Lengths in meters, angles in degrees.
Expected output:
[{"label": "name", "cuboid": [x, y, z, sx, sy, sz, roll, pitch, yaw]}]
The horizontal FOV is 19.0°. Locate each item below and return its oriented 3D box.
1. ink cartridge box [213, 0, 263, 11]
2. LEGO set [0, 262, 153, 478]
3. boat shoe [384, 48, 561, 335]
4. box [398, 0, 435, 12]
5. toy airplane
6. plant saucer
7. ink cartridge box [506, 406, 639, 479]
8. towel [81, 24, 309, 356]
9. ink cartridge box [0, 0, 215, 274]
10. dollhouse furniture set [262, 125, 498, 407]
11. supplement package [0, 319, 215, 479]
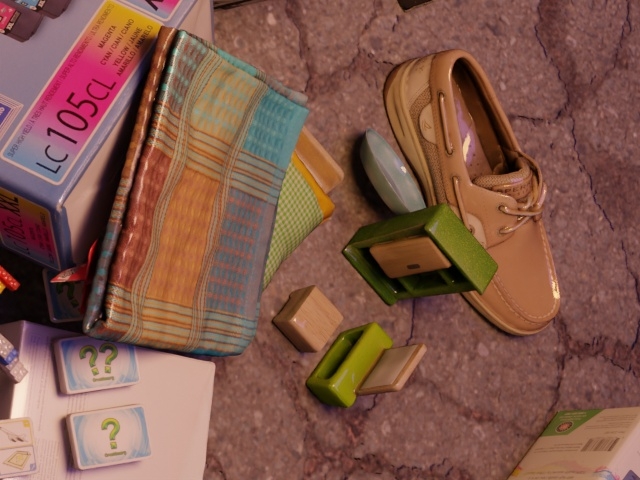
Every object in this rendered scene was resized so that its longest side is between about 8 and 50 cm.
[{"label": "ink cartridge box", "cuboid": [-0.098, -0.326, 1.839, 0.114, 0.273, 0.197, -8, 88, -75]}, {"label": "LEGO set", "cuboid": [-0.253, 0.108, 1.613, 0.244, 0.060, 0.182, -4, 80, -36]}, {"label": "boat shoe", "cuboid": [0.185, -0.048, 2.106, 0.121, 0.110, 0.341, -37, 105, -34]}, {"label": "box", "cuboid": [0.122, -0.424, 2.148, 0.216, 0.060, 0.270, -35, 104, -34]}, {"label": "toy airplane", "cuboid": [-0.178, 0.009, 1.611, 0.028, 0.151, 0.151, 21, 63, 15]}, {"label": "plant saucer", "cuboid": [0.074, -0.065, 2.050, 0.119, 0.021, 0.119, 53, 15, -21]}, {"label": "ink cartridge box", "cuboid": [0.281, 0.286, 2.099, 0.212, 0.154, 0.093, -46, 111, -33]}, {"label": "towel", "cuboid": [-0.101, -0.031, 1.711, 0.370, 0.040, 0.271, 19, 85, -74]}, {"label": "ink cartridge box", "cuboid": [-0.326, -0.176, 1.652, 0.395, 0.151, 0.270, 24, 63, 11]}, {"label": "dollhouse furniture set", "cuboid": [0.000, 0.000, 1.937, 0.301, 0.151, 0.197, 48, 59, -20]}, {"label": "supplement package", "cuboid": [-0.228, 0.192, 1.743, 0.203, 0.149, 0.194, 15, 74, -34]}]
